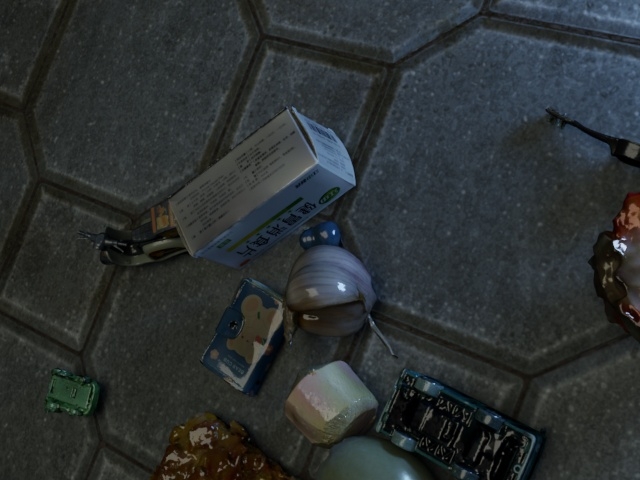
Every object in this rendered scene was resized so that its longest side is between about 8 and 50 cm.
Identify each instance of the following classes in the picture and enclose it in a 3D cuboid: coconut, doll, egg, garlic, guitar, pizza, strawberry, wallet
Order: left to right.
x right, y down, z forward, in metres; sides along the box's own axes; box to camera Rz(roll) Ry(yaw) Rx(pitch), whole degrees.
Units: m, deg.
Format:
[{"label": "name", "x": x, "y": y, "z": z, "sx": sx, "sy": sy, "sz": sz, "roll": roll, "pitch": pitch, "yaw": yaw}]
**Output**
[{"label": "pizza", "x": -0.203, "y": 0.468, "z": 1.629, "sx": 0.408, "sy": 0.114, "sz": 0.278, "roll": -4, "pitch": 81, "yaw": 24}, {"label": "wallet", "x": -0.139, "y": 0.185, "z": 1.686, "sx": 0.141, "sy": 0.059, "sz": 0.202, "roll": 29, "pitch": 94, "yaw": 23}, {"label": "doll", "x": 0.000, "y": 0.000, "z": 1.665, "sx": 0.083, "sy": 0.050, "sz": 0.076, "roll": -17, "pitch": 75, "yaw": 21}, {"label": "coconut", "x": 0.014, "y": 0.289, "z": 1.538, "sx": 0.147, "sy": 0.147, "sz": 0.153, "roll": -49, "pitch": 64, "yaw": 9}, {"label": "garlic", "x": 0.015, "y": 0.142, "z": 1.554, "sx": 0.207, "sy": 0.207, "sz": 0.257, "roll": -34, "pitch": 78, "yaw": 16}, {"label": "egg", "x": 0.105, "y": 0.433, "z": 1.428, "sx": 0.217, "sy": 0.183, "sz": 0.183, "roll": 29, "pitch": 92, "yaw": 38}, {"label": "guitar", "x": 0.490, "y": -0.165, "z": 1.444, "sx": 0.271, "sy": 0.084, "sz": 0.038, "roll": 31, "pitch": 95, "yaw": 36}, {"label": "strawberry", "x": 0.592, "y": 0.039, "z": 1.307, "sx": 0.336, "sy": 0.149, "sz": 0.265, "roll": -17, "pitch": 64, "yaw": 12}]

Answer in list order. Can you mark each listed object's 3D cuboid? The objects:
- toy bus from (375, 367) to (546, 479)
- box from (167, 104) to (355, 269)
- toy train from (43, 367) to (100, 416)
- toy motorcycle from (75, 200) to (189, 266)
[{"label": "toy bus", "x": 0.239, "y": 0.320, "z": 1.409, "sx": 0.256, "sy": 0.147, "sz": 0.128, "roll": 24, "pitch": 91, "yaw": 34}, {"label": "box", "x": -0.111, "y": -0.098, "z": 1.673, "sx": 0.333, "sy": 0.173, "sz": 0.145, "roll": -35, "pitch": 67, "yaw": 16}, {"label": "toy train", "x": -0.539, "y": 0.330, "z": 1.850, "sx": 0.149, "sy": 0.081, "sz": 0.099, "roll": 8, "pitch": 81, "yaw": 23}, {"label": "toy motorcycle", "x": -0.376, "y": -0.004, "z": 1.797, "sx": 0.263, "sy": 0.157, "sz": 0.091, "roll": -17, "pitch": 69, "yaw": 21}]
